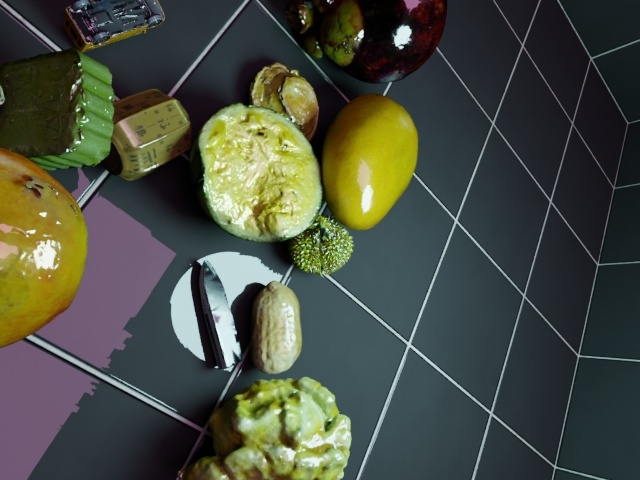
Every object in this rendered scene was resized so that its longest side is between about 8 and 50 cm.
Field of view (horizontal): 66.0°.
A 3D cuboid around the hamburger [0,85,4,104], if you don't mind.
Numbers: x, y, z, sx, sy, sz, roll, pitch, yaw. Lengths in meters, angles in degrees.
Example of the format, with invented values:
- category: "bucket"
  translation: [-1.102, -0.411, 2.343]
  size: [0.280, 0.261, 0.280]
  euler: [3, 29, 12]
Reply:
- category: "hamburger"
  translation: [-0.646, -0.236, 0.796]
  size: [0.246, 0.170, 0.246]
  euler: [4, 75, -17]

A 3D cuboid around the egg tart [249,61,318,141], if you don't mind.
- category: "egg tart"
  translation: [-0.081, -0.361, 1.307]
  size: [0.241, 0.106, 0.241]
  euler: [8, 79, -41]

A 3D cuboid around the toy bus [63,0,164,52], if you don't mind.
- category: "toy bus"
  translation: [-0.438, -0.472, 1.052]
  size: [0.194, 0.088, 0.083]
  euler: [-37, 107, -33]

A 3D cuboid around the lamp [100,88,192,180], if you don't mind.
- category: "lamp"
  translation: [-0.371, -0.221, 1.028]
  size: [0.185, 0.161, 0.161]
  euler: [-40, 108, -41]

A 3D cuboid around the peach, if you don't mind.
- category: "peach"
  translation: [-0.562, 0.022, 0.752]
  size: [0.372, 0.373, 0.290]
  euler: [9, 41, -37]

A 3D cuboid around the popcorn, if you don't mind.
- category: "popcorn"
  translation: [-0.105, 0.435, 1.067]
  size: [0.335, 0.274, 0.279]
  euler: [8, 44, 3]

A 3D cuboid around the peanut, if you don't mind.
- category: "peanut"
  translation: [-0.106, 0.209, 1.196]
  size: [0.129, 0.129, 0.224]
  euler: [12, 75, -36]

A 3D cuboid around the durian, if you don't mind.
- category: "durian"
  translation: [-0.010, 0.004, 1.278]
  size: [0.198, 0.159, 0.146]
  euler: [37, 31, -40]

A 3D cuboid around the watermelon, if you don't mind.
- category: "watermelon"
  translation: [-0.170, -0.147, 1.157]
  size: [0.330, 0.189, 0.331]
  euler: [21, 60, -41]

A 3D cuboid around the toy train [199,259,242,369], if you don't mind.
- category: "toy train"
  translation: [-0.243, 0.169, 1.145]
  size: [0.055, 0.048, 0.252]
  euler: [-12, 86, -48]

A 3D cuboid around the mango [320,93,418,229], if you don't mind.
- category: "mango"
  translation: [0.127, -0.212, 1.330]
  size: [0.300, 0.232, 0.446]
  euler: [65, 36, -37]

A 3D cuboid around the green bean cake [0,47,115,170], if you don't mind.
- category: "green bean cake"
  translation: [-0.491, -0.233, 0.901]
  size: [0.113, 0.214, 0.200]
  euler: [23, 66, -72]

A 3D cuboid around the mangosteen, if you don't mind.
- category: "mangosteen"
  translation: [0.134, -0.626, 1.369]
  size: [0.381, 0.421, 0.381]
  euler: [0, 90, -78]
